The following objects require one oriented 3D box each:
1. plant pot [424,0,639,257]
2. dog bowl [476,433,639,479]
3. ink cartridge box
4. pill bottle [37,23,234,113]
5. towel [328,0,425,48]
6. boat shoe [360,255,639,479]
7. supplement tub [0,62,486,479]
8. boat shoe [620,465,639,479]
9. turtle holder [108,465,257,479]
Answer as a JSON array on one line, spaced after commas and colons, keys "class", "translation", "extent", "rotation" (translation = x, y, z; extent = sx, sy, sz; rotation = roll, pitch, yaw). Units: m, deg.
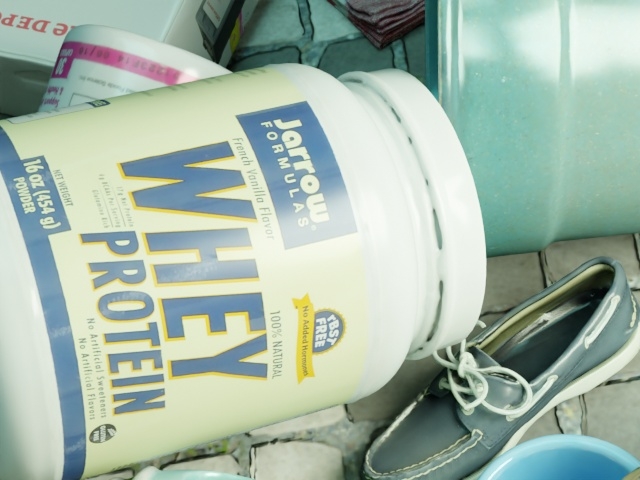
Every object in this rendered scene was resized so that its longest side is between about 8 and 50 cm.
[{"class": "plant pot", "translation": [0.248, -0.146, 1.143], "extent": [0.334, 0.341, 0.341], "rotation": [-1, 53, 3]}, {"class": "dog bowl", "translation": [0.181, 0.259, 0.997], "extent": [0.166, 0.074, 0.297], "rotation": [-14, 52, 2]}, {"class": "ink cartridge box", "translation": [-0.177, -0.254, 1.412], "extent": [0.226, 0.131, 0.306], "rotation": [14, 67, 23]}, {"class": "pill bottle", "translation": [-0.167, -0.009, 1.176], "extent": [0.160, 0.160, 0.283], "rotation": [16, 84, 24]}, {"class": "towel", "translation": [0.060, -0.342, 1.502], "extent": [0.237, 0.037, 0.329], "rotation": [-33, 53, -13]}, {"class": "boat shoe", "translation": [0.130, 0.103, 1.113], "extent": [0.254, 0.079, 0.095], "rotation": [-31, 41, -10]}, {"class": "supplement tub", "translation": [-0.080, 0.014, 0.998], "extent": [0.325, 0.235, 0.235], "rotation": [-14, 50, -20]}, {"class": "boat shoe", "translation": [0.211, 0.197, 0.947], "extent": [0.285, 0.089, 0.104], "rotation": [-40, 81, -14]}, {"class": "turtle holder", "translation": [-0.099, 0.242, 0.979], "extent": [0.243, 0.227, 0.320], "rotation": [-42, 56, -17]}]
